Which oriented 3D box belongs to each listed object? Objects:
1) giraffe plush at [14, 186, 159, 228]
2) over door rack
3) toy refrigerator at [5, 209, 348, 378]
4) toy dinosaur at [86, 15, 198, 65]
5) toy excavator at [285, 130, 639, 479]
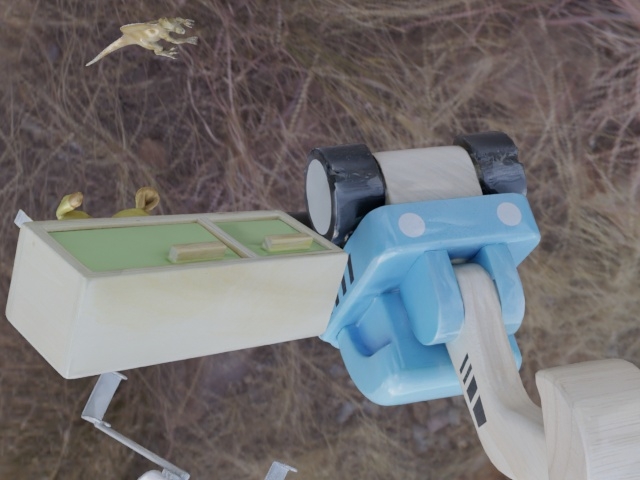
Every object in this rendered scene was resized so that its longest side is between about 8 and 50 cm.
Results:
[{"bbox_3d":[-0.248,0.025,1.206,0.181,0.170,0.210,-43,80,29],"label":"giraffe plush"},{"bbox_3d":[-0.089,0.249,0.868,0.239,0.324,0.108,34,85,-22],"label":"over door rack"},{"bbox_3d":[-0.111,0.032,0.822,0.269,0.102,0.094,-4,118,-44],"label":"toy refrigerator"},{"bbox_3d":[-0.222,-0.266,1.262,0.092,0.183,0.053,-2,85,-47],"label":"toy dinosaur"},{"bbox_3d":[0.141,0.090,0.967,0.222,0.445,0.433,-7,155,-20],"label":"toy excavator"}]
